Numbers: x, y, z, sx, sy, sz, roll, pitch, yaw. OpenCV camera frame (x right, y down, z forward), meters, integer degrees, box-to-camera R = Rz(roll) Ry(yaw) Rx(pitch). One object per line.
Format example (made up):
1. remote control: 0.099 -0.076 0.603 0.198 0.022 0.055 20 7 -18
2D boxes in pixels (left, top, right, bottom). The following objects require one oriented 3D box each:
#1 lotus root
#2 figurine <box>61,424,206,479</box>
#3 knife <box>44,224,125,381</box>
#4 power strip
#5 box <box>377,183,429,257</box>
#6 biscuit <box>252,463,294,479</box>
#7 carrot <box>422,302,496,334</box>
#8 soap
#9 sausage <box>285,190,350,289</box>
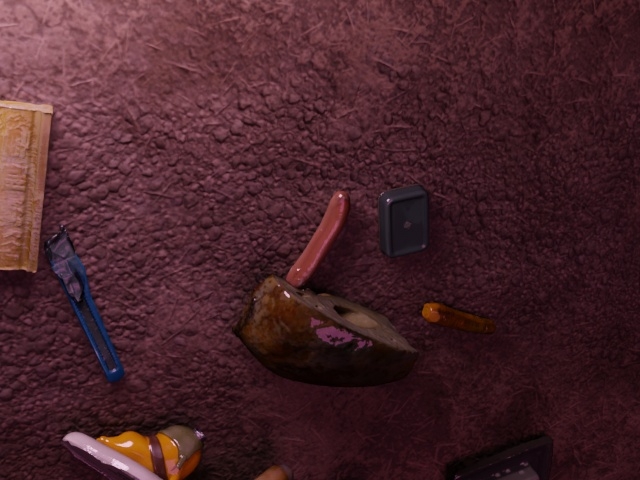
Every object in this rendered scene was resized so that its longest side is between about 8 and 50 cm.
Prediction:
1. lotus root: 0.014 0.186 1.405 0.314 0.142 0.210 11 123 -26
2. figurine: -0.296 0.352 1.404 0.250 0.166 0.141 36 63 -10
3. knife: -0.368 0.109 1.300 0.044 0.026 0.297 -28 122 -20
4. power strip: 0.402 0.571 1.793 0.256 0.092 0.251 -15 117 -17
5. box: 0.146 -0.032 1.430 0.091 0.031 0.126 -12 120 -16
6. biscuit: -0.179 0.528 1.462 0.290 0.062 0.237 -21 147 -43
7. carrot: 0.266 0.150 1.564 0.170 0.042 0.042 15 108 -29
8. soap: -0.441 -0.073 1.175 0.092 0.037 0.252 5 113 -22
9. sausage: 0.000 0.000 1.383 0.043 0.043 0.186 23 105 -29
